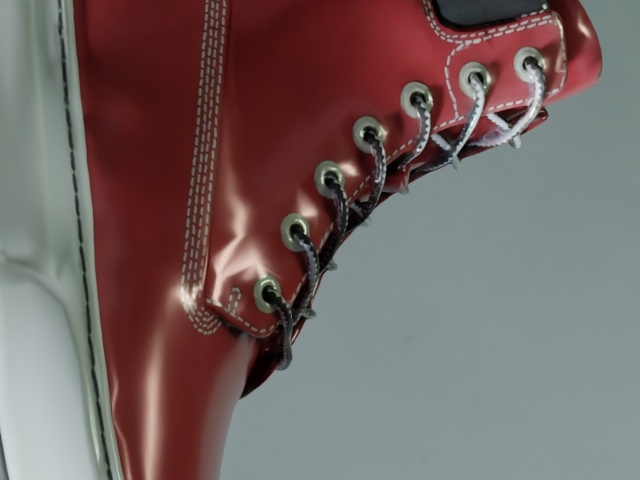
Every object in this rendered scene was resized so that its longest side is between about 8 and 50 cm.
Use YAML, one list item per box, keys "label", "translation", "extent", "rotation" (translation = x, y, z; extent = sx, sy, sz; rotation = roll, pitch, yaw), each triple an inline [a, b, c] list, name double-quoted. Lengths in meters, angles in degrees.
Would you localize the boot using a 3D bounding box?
- label: "boot"
  translation: [0.000, 0.000, 0.454]
  extent: [0.176, 0.088, 0.244]
  rotation: [-2, 65, -12]
